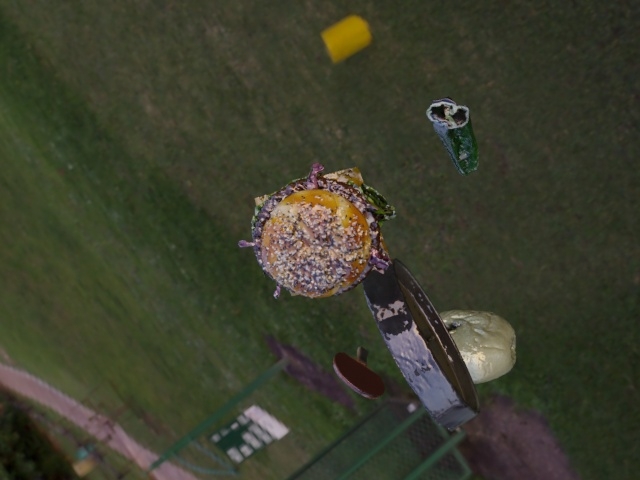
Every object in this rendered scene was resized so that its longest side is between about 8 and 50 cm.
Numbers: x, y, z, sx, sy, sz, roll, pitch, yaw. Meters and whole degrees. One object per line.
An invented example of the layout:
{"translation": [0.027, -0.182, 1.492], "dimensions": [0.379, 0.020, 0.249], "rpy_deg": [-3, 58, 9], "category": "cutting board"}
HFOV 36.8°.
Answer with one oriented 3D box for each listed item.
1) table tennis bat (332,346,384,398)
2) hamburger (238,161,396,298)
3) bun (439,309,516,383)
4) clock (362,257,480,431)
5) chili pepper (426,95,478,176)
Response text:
{"translation": [0.085, 0.281, 2.097], "dimensions": [0.130, 0.019, 0.220], "rpy_deg": [34, -165, -4], "category": "table tennis bat"}
{"translation": [0.002, -0.003, 1.188], "dimensions": [0.164, 0.189, 0.093], "rpy_deg": [57, -170, -13], "category": "hamburger"}
{"translation": [0.290, 0.204, 1.934], "dimensions": [0.221, 0.221, 0.108], "rpy_deg": [20, 124, 56], "category": "bun"}
{"translation": [0.156, 0.155, 1.467], "dimensions": [0.281, 0.055, 0.280], "rpy_deg": [56, -168, -19], "category": "clock"}
{"translation": [0.265, -0.186, 1.863], "dimensions": [0.088, 0.059, 0.227], "rpy_deg": [32, 166, 29], "category": "chili pepper"}
